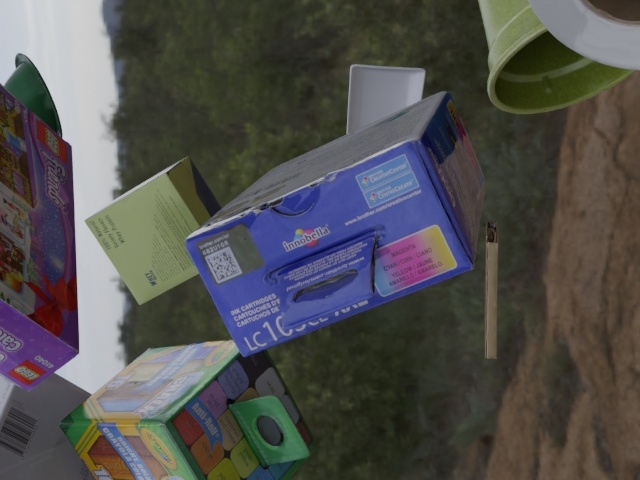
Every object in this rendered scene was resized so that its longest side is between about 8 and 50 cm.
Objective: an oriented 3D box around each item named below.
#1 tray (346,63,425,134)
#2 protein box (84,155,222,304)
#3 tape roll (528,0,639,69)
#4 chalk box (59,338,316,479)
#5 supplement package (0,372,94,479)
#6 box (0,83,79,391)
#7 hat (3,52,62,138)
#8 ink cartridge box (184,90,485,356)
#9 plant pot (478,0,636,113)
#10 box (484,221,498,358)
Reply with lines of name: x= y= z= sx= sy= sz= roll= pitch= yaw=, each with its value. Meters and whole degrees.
tray: x=0.127 y=-0.260 z=1.854 sx=0.270 sy=0.145 sz=0.030 roll=92 pitch=-179 yaw=-54
protein box: x=-0.304 y=-0.020 z=1.790 sx=0.200 sy=0.201 sz=0.136 roll=59 pitch=-161 yaw=-10
tape roll: x=0.359 y=-0.332 z=0.995 sx=0.169 sy=0.246 sz=0.246 roll=-57 pitch=-11 yaw=-33
chalk box: x=-0.141 y=0.240 z=1.127 sx=0.288 sy=0.179 sz=0.180 roll=-12 pitch=112 yaw=44
supplement package: x=-0.440 y=0.299 z=1.251 sx=0.292 sy=0.175 sz=0.178 roll=-20 pitch=43 yaw=39
box: x=-0.280 y=-0.046 z=0.715 sx=0.201 sy=0.057 sz=0.293 roll=45 pitch=-165 yaw=-37
hat: x=-0.575 y=-0.210 z=1.626 sx=0.208 sy=0.183 sz=0.173 roll=54 pitch=152 yaw=19
ink cartridge box: x=0.030 y=-0.024 z=1.019 sx=0.151 sy=0.269 sz=0.395 roll=64 pitch=-162 yaw=-8
plant pot: x=0.345 y=-0.374 z=1.389 sx=0.276 sy=0.276 sz=0.254 roll=111 pitch=145 yaw=-64
box: x=0.292 y=0.081 z=1.573 sx=0.164 sy=0.021 sz=0.201 roll=-56 pitch=-35 yaw=-73
